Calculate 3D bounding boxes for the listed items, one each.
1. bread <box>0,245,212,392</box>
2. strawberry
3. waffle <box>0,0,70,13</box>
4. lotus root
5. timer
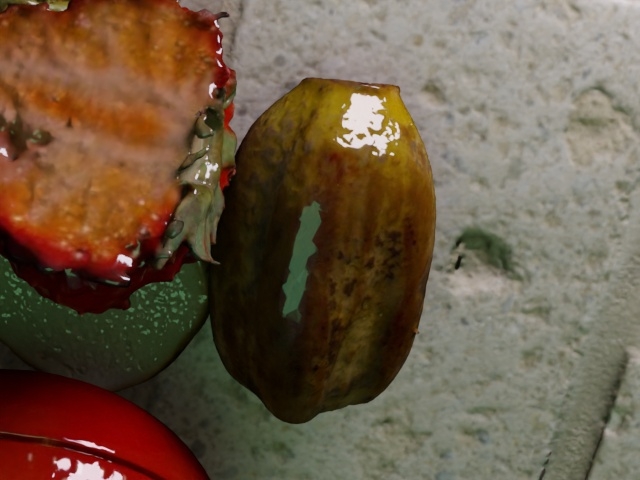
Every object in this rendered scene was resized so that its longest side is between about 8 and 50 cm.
[{"bbox_3d":[-0.199,0.020,1.677,0.236,0.070,0.236,2,113,5],"label":"bread"},{"bbox_3d":[-0.197,-0.056,1.534,0.280,0.150,0.253,-5,70,8],"label":"strawberry"},{"bbox_3d":[-0.297,-0.188,1.601,0.214,0.054,0.208,-27,106,9],"label":"waffle"},{"bbox_3d":[-0.002,-0.004,1.604,0.193,0.193,0.291,10,112,0],"label":"lotus root"},{"bbox_3d":[-0.265,0.279,1.656,0.378,0.279,0.378,2,141,2],"label":"timer"}]
